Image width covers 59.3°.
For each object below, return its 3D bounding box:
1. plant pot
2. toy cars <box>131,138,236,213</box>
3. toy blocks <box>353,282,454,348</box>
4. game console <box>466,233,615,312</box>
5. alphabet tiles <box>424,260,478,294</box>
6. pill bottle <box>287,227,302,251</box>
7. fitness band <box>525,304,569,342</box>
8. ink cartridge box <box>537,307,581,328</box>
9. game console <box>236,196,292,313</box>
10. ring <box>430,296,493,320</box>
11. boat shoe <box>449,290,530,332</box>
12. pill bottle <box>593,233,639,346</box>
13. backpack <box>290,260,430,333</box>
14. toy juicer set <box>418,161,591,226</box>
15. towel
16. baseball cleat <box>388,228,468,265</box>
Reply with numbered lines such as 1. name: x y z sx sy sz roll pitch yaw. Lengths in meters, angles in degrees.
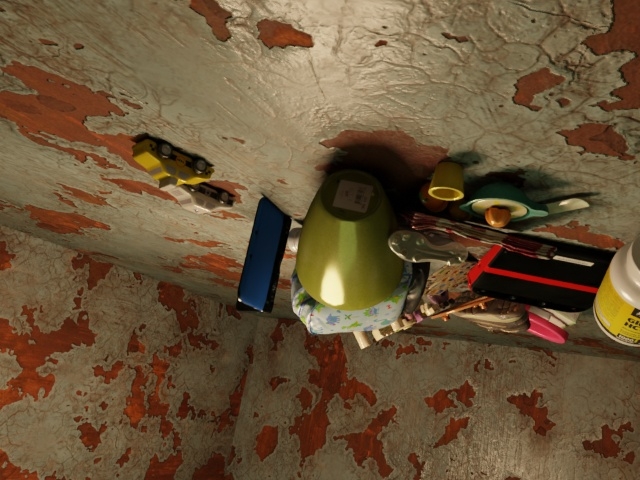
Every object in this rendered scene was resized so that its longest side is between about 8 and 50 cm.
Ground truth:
1. plant pot: 0.071 -0.024 1.296 0.275 0.274 0.293 9 149 7
2. toy cars: -0.343 -0.134 1.431 0.176 0.087 0.393 9 165 9
3. toy blocks: 0.256 0.201 2.064 0.289 0.260 0.309 -16 163 -33
4. game console: 0.641 0.096 1.586 0.387 0.060 0.342 11 150 -2
5. alphabet tiles: 0.404 0.119 1.771 0.237 0.009 0.198 4 142 -47
6. pill bottle: 0.000 0.000 1.655 0.184 0.103 0.103 2 163 31
7. fitness band: 0.787 0.298 2.118 0.291 0.054 0.209 26 167 32
8. ink cartridge box: 0.813 0.239 2.071 0.235 0.056 0.171 32 168 11
9. game console: -0.200 0.049 1.611 0.173 0.293 0.250 24 161 -36
10. ring: 0.534 0.213 1.894 0.337 0.032 0.336 -19 172 -3
11. boat shoe: 0.616 0.278 2.068 0.130 0.132 0.355 54 161 -17
12. pill bottle: 0.764 0.110 1.310 0.188 0.188 0.334 6 153 19
13. backpack: 0.095 0.124 1.528 0.355 0.273 0.290 10 150 1
14. toy juicer set: 0.363 -0.062 1.195 0.329 0.089 0.209 12 165 -8
15. towel: 0.341 -0.023 1.299 0.329 0.037 0.237 14 -172 -5
16. baseball cleat: 0.228 0.009 1.263 0.206 0.072 0.109 16 -164 -23
